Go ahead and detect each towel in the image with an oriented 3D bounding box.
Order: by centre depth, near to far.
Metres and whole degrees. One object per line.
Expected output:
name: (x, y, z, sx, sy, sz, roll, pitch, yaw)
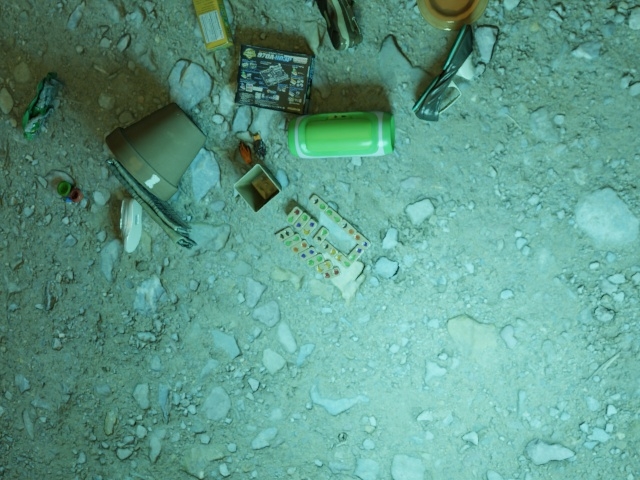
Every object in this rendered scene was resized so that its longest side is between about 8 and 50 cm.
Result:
towel: (-0.494, -0.106, 1.945, 0.056, 0.312, 0.324, -41, 89, -5)

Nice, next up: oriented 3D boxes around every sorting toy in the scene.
sorting toy: (-0.831, -0.155, 2.153, 0.102, 0.042, 0.061, 30, 93, 17)

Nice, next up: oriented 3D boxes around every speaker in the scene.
speaker: (0.061, -0.303, 1.854, 0.296, 0.131, 0.131, 0, 103, 14)

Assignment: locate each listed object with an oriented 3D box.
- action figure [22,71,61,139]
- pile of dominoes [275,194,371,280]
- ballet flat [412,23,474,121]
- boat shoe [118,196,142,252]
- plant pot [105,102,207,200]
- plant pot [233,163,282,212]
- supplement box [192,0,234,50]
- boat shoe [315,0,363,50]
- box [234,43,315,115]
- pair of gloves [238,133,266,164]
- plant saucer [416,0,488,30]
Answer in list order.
action figure: (-0.906, -0.420, 2.075, 0.063, 0.137, 0.232, 32, 117, -9)
pile of dominoes: (0.000, 0.000, 1.986, 0.251, 0.040, 0.196, 41, 108, 2)
ballet flat: (0.360, -0.450, 1.772, 0.096, 0.095, 0.281, 29, 119, -5)
boat shoe: (-0.633, -0.055, 2.115, 0.063, 0.066, 0.184, 14, 109, 24)
plant pot: (-0.474, -0.287, 1.946, 0.229, 0.263, 0.263, -43, 91, 0)
plant pot: (-0.178, -0.165, 1.959, 0.109, 0.096, 0.109, -39, 92, 19)
supplement box: (-0.322, -0.679, 1.882, 0.080, 0.078, 0.234, -10, 101, 12)
boat shoe: (0.051, -0.661, 1.803, 0.095, 0.095, 0.258, -17, 92, -19)
box: (-0.137, -0.473, 1.899, 0.220, 0.051, 0.175, 12, 105, 11)
pair of gloves: (-0.209, -0.281, 1.984, 0.083, 0.010, 0.074, -20, 96, 14)
plant saucer: (0.357, -0.671, 1.741, 0.199, 0.037, 0.200, 3, 104, 12)
